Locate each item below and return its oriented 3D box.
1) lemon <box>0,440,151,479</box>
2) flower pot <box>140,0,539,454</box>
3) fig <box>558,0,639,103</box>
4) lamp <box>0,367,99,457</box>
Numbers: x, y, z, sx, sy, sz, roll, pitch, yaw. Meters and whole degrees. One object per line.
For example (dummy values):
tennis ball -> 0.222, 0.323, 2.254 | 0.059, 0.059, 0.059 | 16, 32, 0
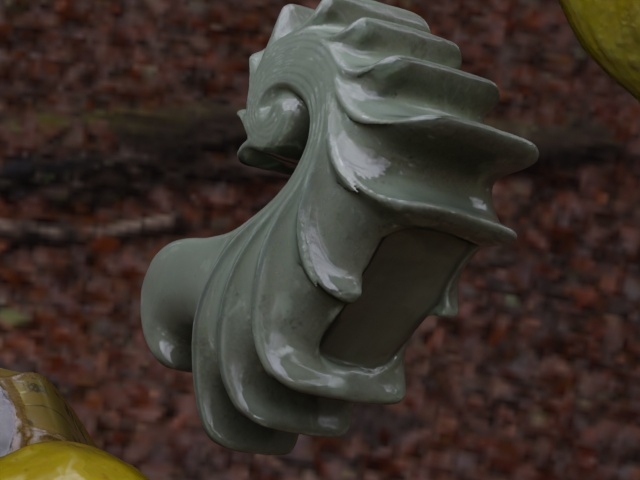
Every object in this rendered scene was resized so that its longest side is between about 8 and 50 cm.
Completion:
lemon -> -0.140, 0.194, 0.779 | 0.170, 0.207, 0.170 | 11, 46, -12
flower pot -> 0.000, 0.000, 1.264 | 0.164, 0.367, 0.254 | 12, 29, -39
fig -> 0.216, -0.125, 0.932 | 0.159, 0.257, 0.159 | -1, -8, 0
lamp -> -0.217, 0.176, 1.055 | 0.161, 0.185, 0.161 | -8, 56, 11
